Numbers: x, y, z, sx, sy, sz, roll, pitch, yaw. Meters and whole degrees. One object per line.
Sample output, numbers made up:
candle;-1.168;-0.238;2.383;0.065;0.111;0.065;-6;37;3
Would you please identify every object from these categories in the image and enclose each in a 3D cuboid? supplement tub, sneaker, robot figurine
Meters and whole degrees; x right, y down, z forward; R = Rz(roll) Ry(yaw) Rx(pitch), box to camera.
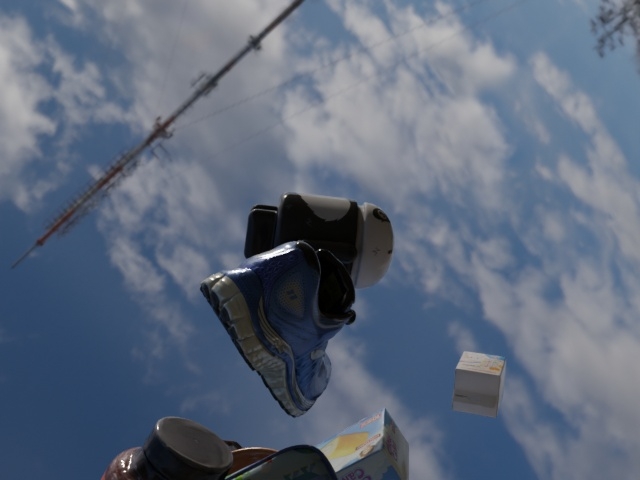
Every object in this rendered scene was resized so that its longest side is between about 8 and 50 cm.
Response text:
supplement tub;-0.147;0.243;0.669;0.106;0.198;0.106;28;-171;-5
sneaker;-0.017;0.100;0.942;0.130;0.147;0.330;56;174;23
robot figurine;0.000;-0.003;1.545;0.278;0.174;0.209;7;-130;-2

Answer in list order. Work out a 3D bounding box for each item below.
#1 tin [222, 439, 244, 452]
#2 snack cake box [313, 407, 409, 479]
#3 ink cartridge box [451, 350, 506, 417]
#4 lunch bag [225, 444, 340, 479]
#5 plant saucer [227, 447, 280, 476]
tin;-0.140;0.360;1.257;0.106;0.040;0.190;60;-176;21
snack cake box;0.022;0.416;1.434;0.089;0.264;0.152;57;-167;-8
ink cartridge box;0.322;0.292;1.673;0.143;0.092;0.090;-28;-58;-71
lunch bag;-0.063;0.315;0.792;0.176;0.218;0.090;61;168;23
plant saucer;-0.083;0.339;0.950;0.037;0.199;0.200;71;-167;-51
